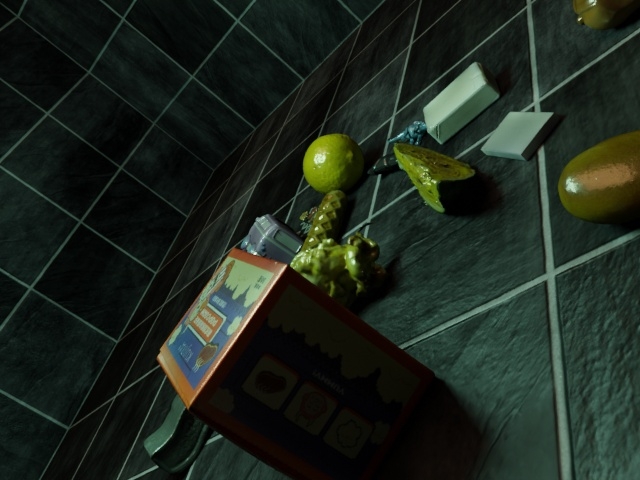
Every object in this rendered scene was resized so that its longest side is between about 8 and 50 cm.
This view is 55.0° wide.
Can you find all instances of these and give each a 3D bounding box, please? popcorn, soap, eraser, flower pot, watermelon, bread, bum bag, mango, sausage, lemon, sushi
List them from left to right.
[{"bbox_3d":[-0.333,0.460,1.536,0.229,0.103,0.108,-55,20,-13],"label":"flower pot"},{"bbox_3d":[-0.029,-0.074,1.899,0.201,0.031,0.139,-21,36,56],"label":"sushi"},{"bbox_3d":[-0.001,0.000,1.640,0.077,0.084,0.368,7,48,20],"label":"bread"},{"bbox_3d":[0.034,-0.222,1.807,0.203,0.178,0.178,-18,38,55],"label":"lemon"},{"bbox_3d":[0.031,0.064,1.316,0.195,0.168,0.174,-36,27,39],"label":"popcorn"},{"bbox_3d":[0.194,-0.207,1.621,0.087,0.049,0.197,-33,11,-25],"label":"bum bag"},{"bbox_3d":[0.235,-0.139,1.278,0.123,0.129,0.301,-50,25,11],"label":"watermelon"},{"bbox_3d":[0.335,-0.332,1.479,0.183,0.063,0.122,-40,29,30],"label":"soap"},{"bbox_3d":[0.391,-0.209,1.213,0.104,0.023,0.150,-52,20,0],"label":"eraser"},{"bbox_3d":[0.585,-0.507,1.160,0.241,0.120,0.136,-46,6,17],"label":"sausage"},{"bbox_3d":[0.430,-0.092,0.816,0.227,0.099,0.136,-20,31,42],"label":"mango"}]

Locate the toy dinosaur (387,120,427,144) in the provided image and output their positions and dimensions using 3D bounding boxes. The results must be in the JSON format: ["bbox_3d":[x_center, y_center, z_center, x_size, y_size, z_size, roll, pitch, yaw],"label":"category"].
[{"bbox_3d":[0.247,-0.285,1.641,0.197,0.045,0.080,-13,36,49],"label":"toy dinosaur"}]

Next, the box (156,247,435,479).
[{"bbox_3d":[-0.062,0.212,1.043,0.257,0.318,0.348,-57,21,-9],"label":"box"}]

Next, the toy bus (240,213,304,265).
[{"bbox_3d":[-0.141,0.013,1.842,0.142,0.142,0.202,-56,20,3],"label":"toy bus"}]
